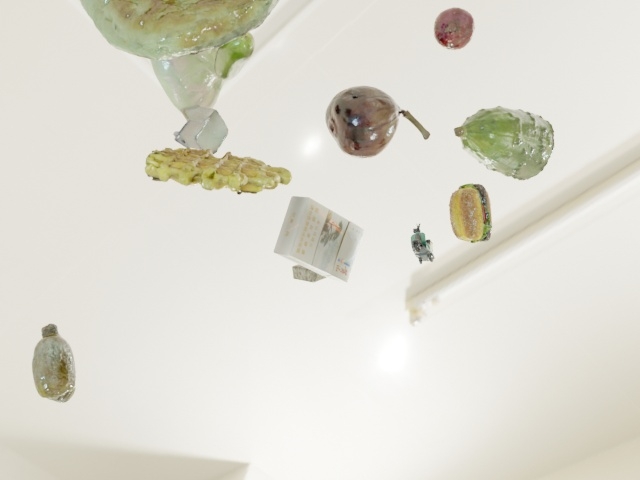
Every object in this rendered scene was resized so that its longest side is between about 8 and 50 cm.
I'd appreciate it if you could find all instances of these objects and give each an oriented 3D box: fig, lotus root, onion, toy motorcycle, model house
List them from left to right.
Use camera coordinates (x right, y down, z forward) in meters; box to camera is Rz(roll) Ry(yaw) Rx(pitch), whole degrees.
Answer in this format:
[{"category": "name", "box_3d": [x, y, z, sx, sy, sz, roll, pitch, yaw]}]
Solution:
[{"category": "lotus root", "box_3d": [-0.638, 0.293, 1.582, 0.088, 0.113, 0.192, -15, -111, 2]}, {"category": "model house", "box_3d": [-0.297, -0.263, 1.598, 0.100, 0.088, 0.100, 14, -119, 29]}, {"category": "fig", "box_3d": [0.143, -0.334, 1.761, 0.249, 0.186, 0.204, -23, -139, -9]}, {"category": "toy motorcycle", "box_3d": [0.343, 0.018, 2.235, 0.058, 0.173, 0.100, -13, -118, 21]}, {"category": "onion", "box_3d": [0.341, -0.542, 1.690, 0.107, 0.107, 0.097, -35, -173, 28]}]

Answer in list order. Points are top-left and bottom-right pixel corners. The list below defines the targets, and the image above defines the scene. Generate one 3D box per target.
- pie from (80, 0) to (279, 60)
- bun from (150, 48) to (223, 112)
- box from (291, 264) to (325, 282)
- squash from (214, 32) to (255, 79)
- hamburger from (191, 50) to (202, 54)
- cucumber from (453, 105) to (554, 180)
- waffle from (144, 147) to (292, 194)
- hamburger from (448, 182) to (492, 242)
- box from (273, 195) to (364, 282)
[{"category": "pie", "box_3d": [-0.156, -0.292, 0.722, 0.240, 0.240, 0.054, -56, 165, -22]}, {"category": "bun", "box_3d": [-0.350, -0.497, 1.816, 0.187, 0.293, 0.293, -23, -155, 5]}, {"category": "box", "box_3d": [-0.034, 0.095, 1.976, 0.062, 0.045, 0.098, -16, -166, -37]}, {"category": "squash", "box_3d": [-0.183, -0.379, 1.363, 0.066, 0.066, 0.201, -54, -168, -17]}, {"category": "hamburger", "box_3d": [-0.310, -0.519, 1.328, 0.276, 0.276, 0.237, -47, -141, 0]}, {"category": "cucumber", "box_3d": [0.325, -0.189, 1.224, 0.134, 0.244, 0.134, 0, -90, 44]}, {"category": "waffle", "box_3d": [-0.228, -0.147, 1.363, 0.307, 0.312, 0.060, 15, -76, 30]}, {"category": "hamburger", "box_3d": [0.412, -0.074, 1.817, 0.087, 0.166, 0.137, -10, -175, -29]}, {"category": "box", "box_3d": [0.000, 0.001, 1.631, 0.067, 0.233, 0.149, 12, -100, 43]}]
